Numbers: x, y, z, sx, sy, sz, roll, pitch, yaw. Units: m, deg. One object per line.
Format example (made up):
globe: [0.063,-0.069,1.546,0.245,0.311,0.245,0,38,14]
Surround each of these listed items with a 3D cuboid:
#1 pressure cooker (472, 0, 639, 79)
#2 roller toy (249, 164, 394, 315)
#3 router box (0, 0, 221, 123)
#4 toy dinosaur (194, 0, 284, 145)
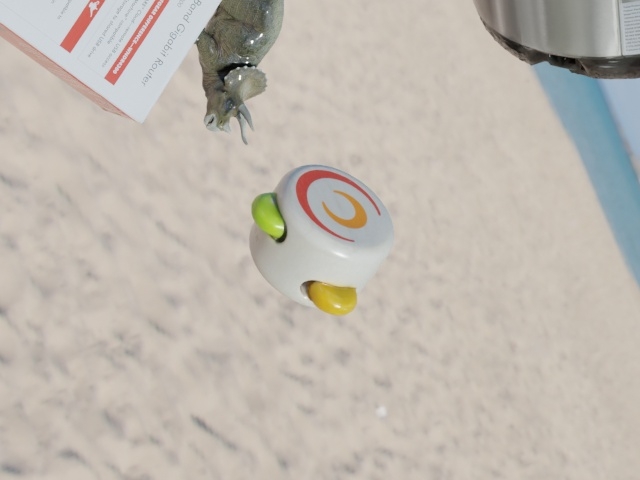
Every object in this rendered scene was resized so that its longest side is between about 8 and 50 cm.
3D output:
pressure cooker: [0.324,-0.433,1.411,0.375,0.370,0.420,29,-32,40]
roller toy: [0.000,0.000,1.941,0.209,0.146,0.191,39,37,7]
router box: [-0.189,-0.319,1.124,0.301,0.335,0.082,37,-8,-37]
toy dinosaur: [-0.119,-0.309,1.864,0.121,0.160,0.313,-85,-165,-84]
